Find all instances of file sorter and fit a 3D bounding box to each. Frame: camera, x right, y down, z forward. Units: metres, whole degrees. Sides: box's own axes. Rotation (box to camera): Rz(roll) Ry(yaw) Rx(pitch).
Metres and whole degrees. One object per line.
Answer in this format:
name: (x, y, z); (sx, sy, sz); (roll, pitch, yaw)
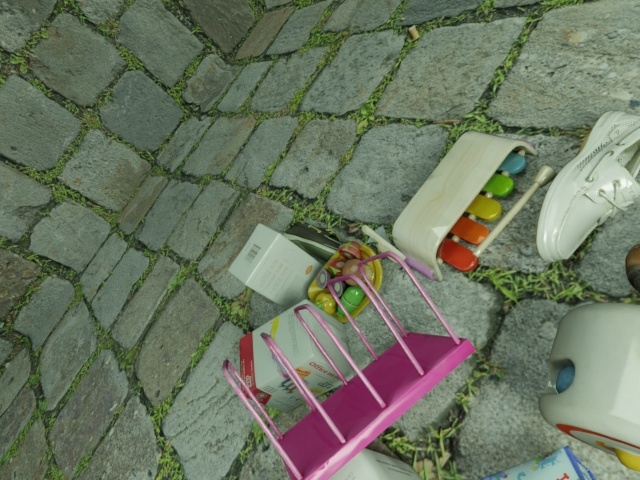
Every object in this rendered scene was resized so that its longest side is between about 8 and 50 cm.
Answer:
file sorter: (0.022, 0.169, 0.660); (0.291, 0.182, 0.202); (-35, -1, -15)

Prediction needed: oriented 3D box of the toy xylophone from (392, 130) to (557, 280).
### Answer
toy xylophone: (0.272, -0.067, 0.818); (0.322, 0.081, 0.236); (-47, 38, 5)

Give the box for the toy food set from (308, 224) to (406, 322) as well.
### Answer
toy food set: (0.048, 0.070, 0.886); (0.218, 0.071, 0.128); (-52, 60, 20)

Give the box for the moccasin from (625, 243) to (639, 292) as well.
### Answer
moccasin: (0.535, 0.004, 0.454); (0.380, 0.139, 0.147); (-13, 51, 38)

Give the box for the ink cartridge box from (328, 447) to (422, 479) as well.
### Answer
ink cartridge box: (0.092, 0.485, 0.488); (0.279, 0.160, 0.385); (-50, 38, 2)

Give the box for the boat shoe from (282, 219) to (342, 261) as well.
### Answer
boat shoe: (0.000, 0.000, 1.033); (0.228, 0.081, 0.068); (18, 67, 45)

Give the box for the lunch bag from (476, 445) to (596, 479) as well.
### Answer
lunch bag: (0.262, 0.331, 0.492); (0.129, 0.096, 0.151); (-36, 27, 19)

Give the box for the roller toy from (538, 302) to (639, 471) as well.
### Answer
roller toy: (0.344, 0.168, 0.472); (0.191, 0.209, 0.146); (-4, 57, 59)

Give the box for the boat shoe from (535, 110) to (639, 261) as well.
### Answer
boat shoe: (0.421, -0.082, 0.669); (0.096, 0.098, 0.277); (23, 76, 52)

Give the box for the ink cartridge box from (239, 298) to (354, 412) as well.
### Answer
ink cartridge box: (-0.047, 0.224, 0.861); (0.176, 0.128, 0.127); (-34, 41, 21)

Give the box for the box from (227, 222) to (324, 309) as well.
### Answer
box: (-0.093, 0.066, 1.000); (0.091, 0.170, 0.130); (25, 79, 50)
